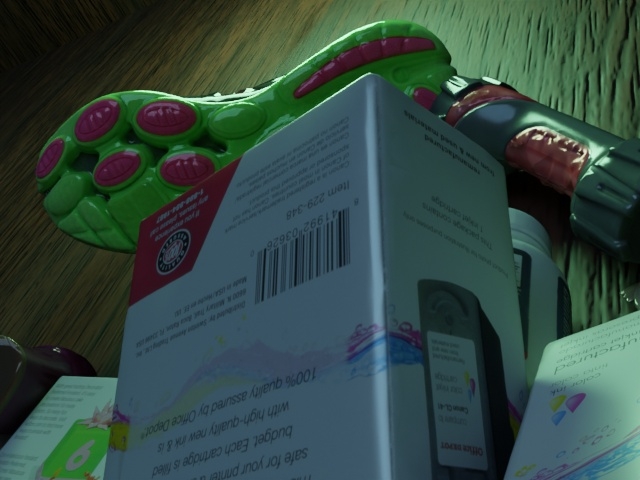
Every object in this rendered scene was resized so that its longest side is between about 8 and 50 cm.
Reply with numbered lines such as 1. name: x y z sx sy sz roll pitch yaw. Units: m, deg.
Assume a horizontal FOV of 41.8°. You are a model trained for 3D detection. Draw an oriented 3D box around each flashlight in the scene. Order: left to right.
1. flashlight: 0.190 -0.066 0.718 0.103 0.103 0.304 1 23 -19

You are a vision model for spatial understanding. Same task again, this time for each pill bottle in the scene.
1. pill bottle: 0.119 0.061 0.580 0.107 0.108 0.180 -15 32 26

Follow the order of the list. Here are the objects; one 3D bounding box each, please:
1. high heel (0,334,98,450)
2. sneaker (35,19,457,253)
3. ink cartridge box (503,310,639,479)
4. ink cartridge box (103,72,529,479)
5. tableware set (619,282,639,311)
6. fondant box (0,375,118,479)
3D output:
1. high heel: -0.338 0.261 0.757 0.127 0.181 0.377 36 82 21
2. sneaker: -0.080 -0.096 0.947 0.482 0.185 0.202 -14 -7 2
3. ink cartridge box: 0.170 0.118 0.282 0.207 0.119 0.353 -26 6 26
4. ink cartridge box: -0.008 0.100 0.462 0.226 0.131 0.306 -25 53 38
5. tableware set: 0.240 0.073 0.540 0.141 0.020 0.168 -34 28 -10
6. fondant box: -0.187 0.248 0.586 0.238 0.096 0.330 -6 38 38
